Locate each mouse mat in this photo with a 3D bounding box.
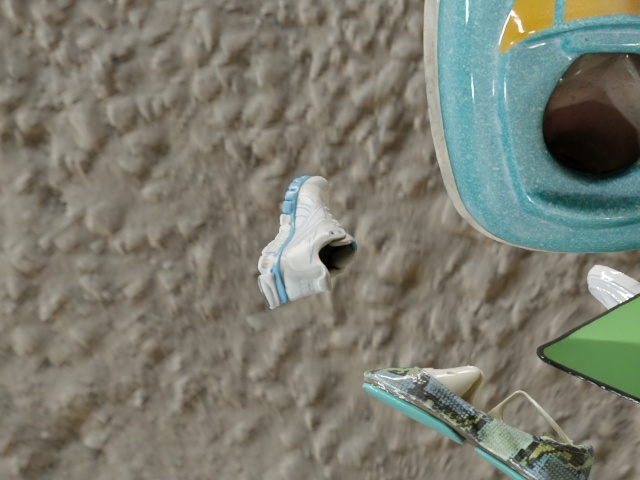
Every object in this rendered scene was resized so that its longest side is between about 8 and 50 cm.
[{"bbox_3d":[0.236,0.067,0.955,0.153,0.190,0.007,23,119,34],"label":"mouse mat"}]

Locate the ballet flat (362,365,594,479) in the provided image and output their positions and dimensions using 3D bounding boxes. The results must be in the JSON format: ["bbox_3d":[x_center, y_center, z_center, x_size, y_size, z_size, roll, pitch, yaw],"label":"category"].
[{"bbox_3d":[0.123,0.133,1.231,0.188,0.070,0.070,31,80,15],"label":"ballet flat"}]

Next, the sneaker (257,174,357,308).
[{"bbox_3d":[0.000,0.000,1.604,0.083,0.071,0.190,-5,36,16],"label":"sneaker"}]

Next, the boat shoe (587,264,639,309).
[{"bbox_3d":[0.347,0.098,1.726,0.184,0.066,0.063,41,81,21],"label":"boat shoe"}]

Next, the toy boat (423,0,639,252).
[{"bbox_3d":[0.214,-0.111,0.864,0.318,0.148,0.267,-4,116,1],"label":"toy boat"}]
